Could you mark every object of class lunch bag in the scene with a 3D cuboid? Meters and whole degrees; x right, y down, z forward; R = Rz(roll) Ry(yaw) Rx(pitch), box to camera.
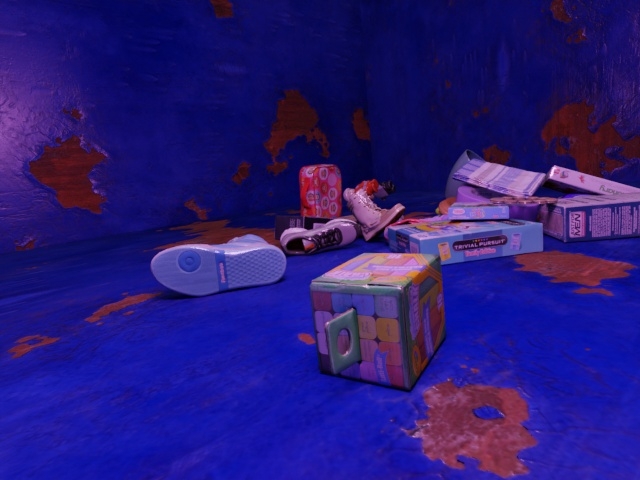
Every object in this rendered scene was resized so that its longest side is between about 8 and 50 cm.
[{"bbox_3d":[-0.007,-0.220,1.963,0.120,0.294,0.258,7,15,36],"label":"lunch bag"}]

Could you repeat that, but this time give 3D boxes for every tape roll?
[{"bbox_3d":[0.623,-0.123,1.435,0.274,0.090,0.275,2,23,-1],"label":"tape roll"}]

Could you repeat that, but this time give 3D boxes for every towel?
[{"bbox_3d":[0.657,-0.236,1.482,0.284,0.034,0.209,24,43,34],"label":"towel"}]

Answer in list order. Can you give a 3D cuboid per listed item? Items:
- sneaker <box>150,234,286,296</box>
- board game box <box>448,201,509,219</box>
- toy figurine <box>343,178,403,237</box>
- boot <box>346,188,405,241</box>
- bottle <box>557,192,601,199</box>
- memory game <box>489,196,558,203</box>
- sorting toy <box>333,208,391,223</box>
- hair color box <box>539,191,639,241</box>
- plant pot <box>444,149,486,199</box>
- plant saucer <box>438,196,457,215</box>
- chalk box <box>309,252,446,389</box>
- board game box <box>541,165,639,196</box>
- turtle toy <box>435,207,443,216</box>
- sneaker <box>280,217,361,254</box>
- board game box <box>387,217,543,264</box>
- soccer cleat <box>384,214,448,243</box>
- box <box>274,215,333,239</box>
[{"bbox_3d":[-0.262,0.055,1.048,0.318,0.127,0.208,1,10,-17],"label":"sneaker"},{"bbox_3d":[0.476,-0.092,1.215,0.159,0.039,0.211,0,8,23],"label":"board game box"},{"bbox_3d":[0.201,-0.122,1.540,0.148,0.213,0.209,-19,-3,36],"label":"toy figurine"},{"bbox_3d":[0.179,-0.108,1.363,0.077,0.165,0.213,-23,-13,-35],"label":"boot"},{"bbox_3d":[0.910,-0.113,1.389,0.118,0.093,0.283,-1,10,5],"label":"bottle"},{"bbox_3d":[0.603,-0.121,1.202,0.185,0.012,0.186,-2,9,0],"label":"memory game"},{"bbox_3d":[0.231,-0.111,1.952,0.306,0.041,0.229,-12,7,-31],"label":"sorting toy"},{"bbox_3d":[0.845,-0.073,1.162,0.346,0.105,0.174,-4,10,8],"label":"hair color box"},{"bbox_3d":[0.661,-0.221,1.756,0.195,0.290,0.290,-45,-14,32],"label":"plant pot"},{"bbox_3d":[0.566,-0.122,1.584,0.199,0.037,0.200,5,31,-3],"label":"plant saucer"},{"bbox_3d":[0.075,0.103,0.543,0.131,0.133,0.213,0,13,31],"label":"chalk box"},{"bbox_3d":[0.970,-0.183,1.443,0.305,0.053,0.193,23,6,21],"label":"board game box"},{"bbox_3d":[0.524,-0.110,1.671,0.095,0.066,0.130,-9,10,-16],"label":"turtle toy"},{"bbox_3d":[0.000,0.000,1.314,0.271,0.101,0.108,-11,19,4],"label":"sneaker"},{"bbox_3d":[0.390,-0.008,1.139,0.335,0.079,0.254,-8,10,-8],"label":"board game box"},{"bbox_3d":[0.326,-0.039,1.290,0.247,0.083,0.095,-10,-18,1],"label":"soccer cleat"},{"bbox_3d":[-0.060,-0.042,1.480,0.158,0.093,0.155,5,2,44],"label":"box"}]
